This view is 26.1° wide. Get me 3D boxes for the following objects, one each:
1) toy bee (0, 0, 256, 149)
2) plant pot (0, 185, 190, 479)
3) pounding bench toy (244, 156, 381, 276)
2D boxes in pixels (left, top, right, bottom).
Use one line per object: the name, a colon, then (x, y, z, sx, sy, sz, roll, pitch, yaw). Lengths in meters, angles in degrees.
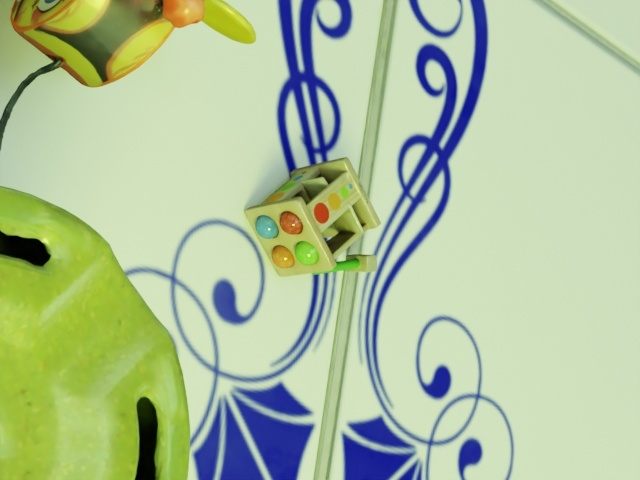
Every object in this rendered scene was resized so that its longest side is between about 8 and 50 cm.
toy bee: (-0.108, -0.140, 0.750, 0.195, 0.162, 0.298, 14, 73, -44)
plant pot: (-0.197, 0.083, 0.556, 0.276, 0.254, 0.276, 10, 76, -44)
pounding bench toy: (0.000, 0.000, 0.906, 0.065, 0.052, 0.083, -43, 113, -40)
